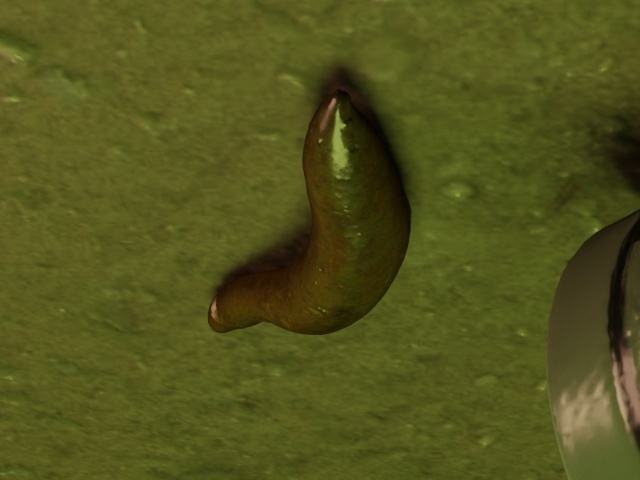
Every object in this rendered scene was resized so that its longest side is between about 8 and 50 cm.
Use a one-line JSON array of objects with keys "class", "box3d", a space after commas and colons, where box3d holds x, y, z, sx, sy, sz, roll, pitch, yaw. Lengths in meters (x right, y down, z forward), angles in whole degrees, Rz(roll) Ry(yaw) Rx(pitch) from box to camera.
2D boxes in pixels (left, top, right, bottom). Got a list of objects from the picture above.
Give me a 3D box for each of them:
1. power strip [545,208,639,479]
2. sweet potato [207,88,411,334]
[{"class": "power strip", "box3d": [0.306, 0.103, 1.169, 0.357, 0.357, 0.161, 29, 141, -29]}, {"class": "sweet potato", "box3d": [0.004, 0.006, 1.316, 0.108, 0.079, 0.346, 40, 146, 4]}]
